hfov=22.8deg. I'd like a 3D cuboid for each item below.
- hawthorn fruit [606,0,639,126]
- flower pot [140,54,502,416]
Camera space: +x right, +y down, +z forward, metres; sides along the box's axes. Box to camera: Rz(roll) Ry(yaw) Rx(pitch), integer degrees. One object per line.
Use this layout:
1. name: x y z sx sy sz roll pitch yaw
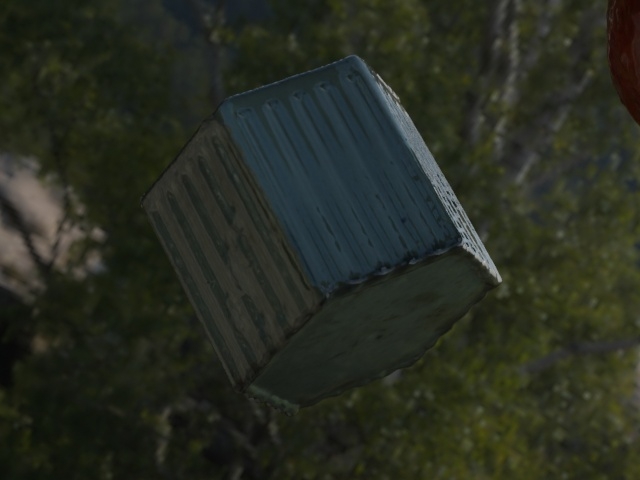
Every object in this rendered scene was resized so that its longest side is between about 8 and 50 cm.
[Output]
1. hawthorn fruit: 0.363 -0.207 1.296 0.287 0.287 0.330 47 -13 54
2. flower pot: 0.000 0.000 1.235 0.209 0.239 0.189 -3 57 -46
